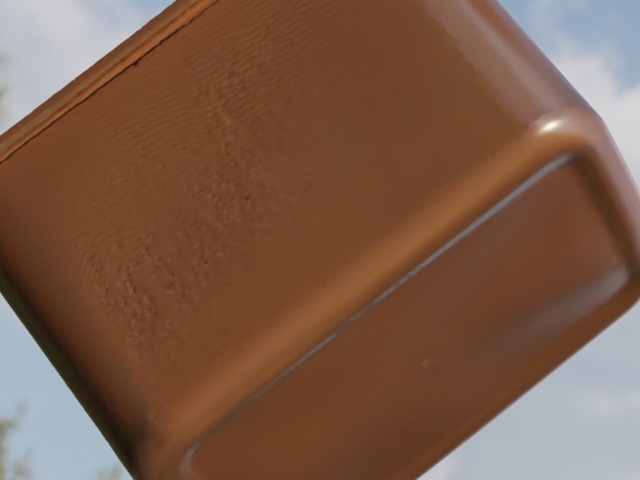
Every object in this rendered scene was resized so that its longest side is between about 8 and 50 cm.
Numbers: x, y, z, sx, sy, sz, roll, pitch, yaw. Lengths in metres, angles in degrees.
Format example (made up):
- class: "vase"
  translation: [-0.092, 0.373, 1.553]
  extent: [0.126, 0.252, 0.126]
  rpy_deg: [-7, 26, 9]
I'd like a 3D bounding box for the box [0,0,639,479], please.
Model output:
- class: "box"
  translation: [0.000, 0.000, 1.175]
  extent: [0.229, 0.339, 0.239]
  rpy_deg: [52, 0, 34]
